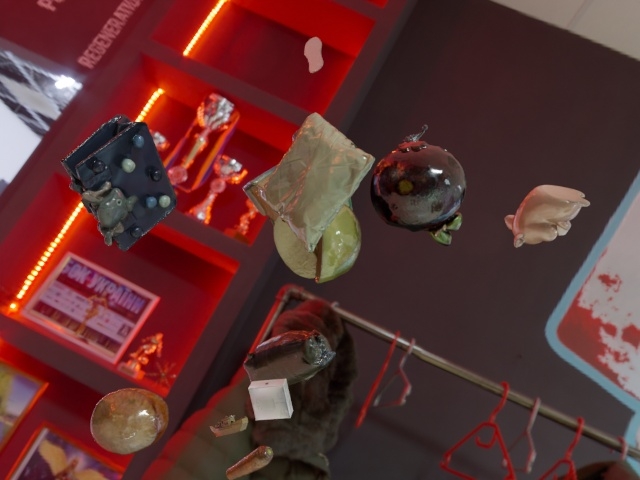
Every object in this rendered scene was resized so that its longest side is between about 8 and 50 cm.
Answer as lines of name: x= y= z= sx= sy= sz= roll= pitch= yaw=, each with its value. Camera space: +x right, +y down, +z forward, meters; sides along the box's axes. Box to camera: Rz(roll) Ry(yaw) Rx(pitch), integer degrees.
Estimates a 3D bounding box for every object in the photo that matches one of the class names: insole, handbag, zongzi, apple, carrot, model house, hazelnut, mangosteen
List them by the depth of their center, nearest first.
carrot: x=-0.117 y=0.370 z=0.871 sx=0.032 sy=0.093 sz=0.032 roll=46 pitch=21 yaw=-23
handbag: x=-0.525 y=-0.136 z=1.394 sx=0.118 sy=0.269 sz=0.325 roll=22 pitch=-33 yaw=23
hazelnut: x=-0.534 y=0.506 z=1.480 sx=0.214 sy=0.176 sz=0.214 roll=1 pitch=-11 yaw=0
insole: x=-0.019 y=-0.585 z=1.648 sx=0.065 sy=0.197 sz=0.004 roll=-29 pitch=-45 yaw=20
mangosteen: x=0.313 y=-0.133 z=1.675 sx=0.306 sy=0.306 sz=0.359 roll=9 pitch=-65 yaw=47
apple: x=0.011 y=-0.006 z=1.768 sx=0.295 sy=0.233 sz=0.257 roll=4 pitch=-70 yaw=50
zongzi: x=-0.044 y=0.455 z=2.180 sx=0.403 sy=0.207 sz=0.432 roll=-28 pitch=-12 yaw=35
model house: x=-0.089 y=-0.165 z=2.183 sx=0.343 sy=0.335 sz=0.382 roll=35 pitch=-29 yaw=43

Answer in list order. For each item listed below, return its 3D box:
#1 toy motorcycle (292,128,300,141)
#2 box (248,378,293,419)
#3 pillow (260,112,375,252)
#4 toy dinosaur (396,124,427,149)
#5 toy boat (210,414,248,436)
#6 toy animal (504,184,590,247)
toy motorcycle: x=-0.015 y=-0.281 z=1.532 sx=0.122 sy=0.082 sz=0.213 roll=37 pitch=21 yaw=-1
box: x=-0.175 y=0.562 z=1.853 sx=0.129 sy=0.130 sz=0.051 roll=-8 pitch=13 yaw=12
pillow: x=-0.025 y=-0.156 z=1.311 sx=0.076 sy=0.274 sz=0.281 roll=22 pitch=20 yaw=-46
toy dinosaur: x=0.325 y=-0.351 z=1.872 sx=0.055 sy=0.154 sz=0.049 roll=33 pitch=22 yaw=-29
toy boat: x=-0.370 y=0.743 z=2.118 sx=0.206 sy=0.072 sz=0.064 roll=-25 pitch=-16 yaw=35
toy animal: x=0.874 y=-0.097 z=2.049 sx=0.213 sy=0.256 sz=0.195 roll=18 pitch=29 yaw=-5
